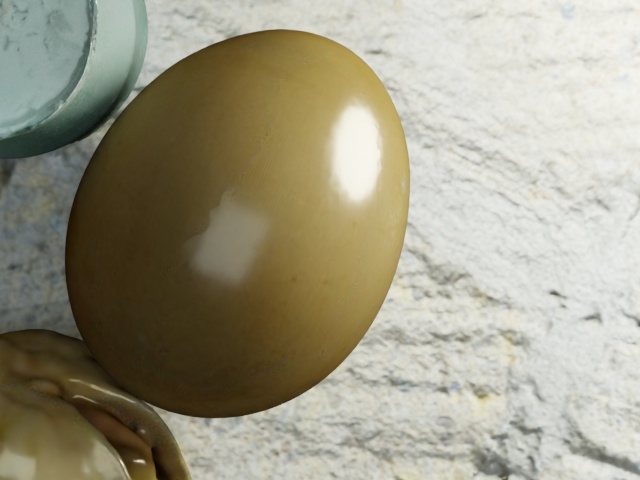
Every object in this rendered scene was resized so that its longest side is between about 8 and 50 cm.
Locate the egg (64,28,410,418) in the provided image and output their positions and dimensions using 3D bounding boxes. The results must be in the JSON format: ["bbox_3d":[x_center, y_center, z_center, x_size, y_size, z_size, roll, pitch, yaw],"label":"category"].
[{"bbox_3d":[-0.073,-0.017,1.275,0.301,0.301,0.374,24,94,-5],"label":"egg"}]

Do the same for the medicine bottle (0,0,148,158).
[{"bbox_3d":[-0.285,-0.195,1.253,0.244,0.290,0.245,0,96,-3],"label":"medicine bottle"}]

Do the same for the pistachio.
[{"bbox_3d":[-0.250,0.231,1.333,0.238,0.229,0.321,-26,105,40],"label":"pistachio"}]
